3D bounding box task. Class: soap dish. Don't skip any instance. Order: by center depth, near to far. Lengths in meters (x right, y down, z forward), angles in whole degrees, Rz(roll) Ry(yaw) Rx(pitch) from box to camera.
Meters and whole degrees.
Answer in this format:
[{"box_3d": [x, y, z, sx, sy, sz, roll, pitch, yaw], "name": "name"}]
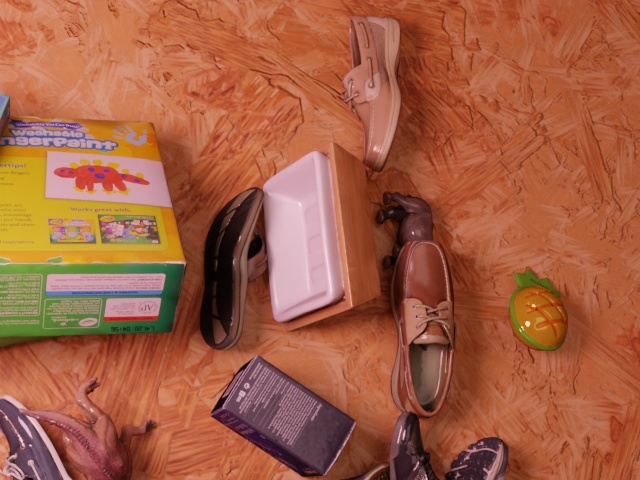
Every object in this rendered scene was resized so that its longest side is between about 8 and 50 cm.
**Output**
[{"box_3d": [0.000, 0.000, 1.647, 0.118, 0.229, 0.291, 2, 74, -32], "name": "soap dish"}]

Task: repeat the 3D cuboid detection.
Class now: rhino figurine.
[{"box_3d": [0.176, 0.027, 1.758, 0.106, 0.073, 0.243, -2, 78, -25], "name": "rhino figurine"}]

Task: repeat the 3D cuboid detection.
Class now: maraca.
[{"box_3d": [0.418, 0.133, 1.784, 0.127, 0.099, 0.186, 27, 44, -15], "name": "maraca"}]

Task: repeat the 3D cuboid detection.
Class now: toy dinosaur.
[{"box_3d": [-0.337, 0.348, 1.454, 0.127, 0.296, 0.200, -31, 43, 3], "name": "toy dinosaur"}]

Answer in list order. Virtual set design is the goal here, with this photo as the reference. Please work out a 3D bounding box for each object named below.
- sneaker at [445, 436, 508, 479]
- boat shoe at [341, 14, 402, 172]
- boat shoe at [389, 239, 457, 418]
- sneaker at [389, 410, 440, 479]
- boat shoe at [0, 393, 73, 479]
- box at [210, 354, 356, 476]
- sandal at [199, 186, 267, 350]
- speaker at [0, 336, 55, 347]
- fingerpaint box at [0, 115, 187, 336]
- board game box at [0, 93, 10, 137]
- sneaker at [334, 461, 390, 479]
[{"box_3d": [0.281, 0.492, 1.655, 0.122, 0.110, 0.283, 32, 71, -24], "name": "sneaker"}, {"box_3d": [0.092, -0.288, 1.809, 0.110, 0.122, 0.341, 8, 63, -8], "name": "boat shoe"}, {"box_3d": [0.195, 0.162, 1.664, 0.122, 0.120, 0.324, -1, 90, -11], "name": "boat shoe"}, {"box_3d": [0.185, 0.412, 1.607, 0.130, 0.087, 0.228, -3, 82, 26], "name": "sneaker"}, {"box_3d": [-0.460, 0.367, 1.484, 0.079, 0.095, 0.255, -33, 94, -32], "name": "boat shoe"}, {"box_3d": [-0.066, 0.301, 1.573, 0.207, 0.153, 0.108, 34, 69, -3], "name": "box"}, {"box_3d": [-0.147, 0.051, 1.659, 0.086, 0.120, 0.303, 20, 70, -38], "name": "sandal"}, {"box_3d": [-0.502, 0.111, 1.521, 0.296, 0.131, 0.131, -10, 77, -17], "name": "speaker"}, {"box_3d": [-0.465, -0.030, 1.450, 0.444, 0.163, 0.371, 0, 41, -21], "name": "fingerpaint box"}, {"box_3d": [-0.596, -0.181, 1.413, 0.210, 0.047, 0.160, 9, 38, -11], "name": "board game box"}, {"box_3d": [0.047, 0.433, 1.611, 0.192, 0.086, 0.064, -29, 121, -45], "name": "sneaker"}]
